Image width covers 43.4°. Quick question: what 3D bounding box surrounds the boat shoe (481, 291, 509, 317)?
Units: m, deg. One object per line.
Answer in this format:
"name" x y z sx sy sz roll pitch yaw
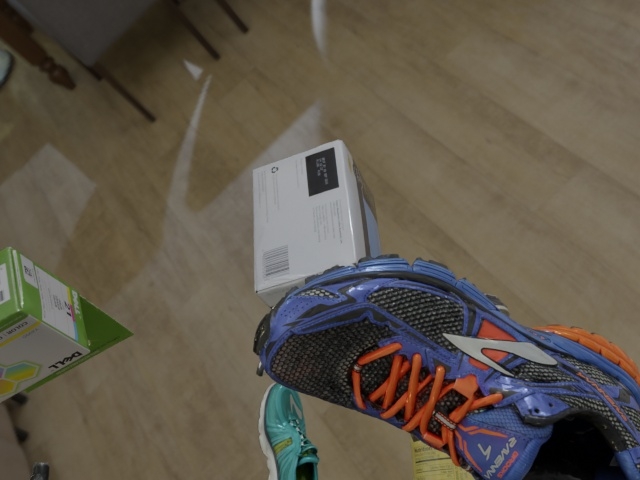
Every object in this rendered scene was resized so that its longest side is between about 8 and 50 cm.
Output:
"boat shoe" 0.318 0.142 1.790 0.065 0.206 0.075 -100 24 -53

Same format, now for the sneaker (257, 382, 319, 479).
"sneaker" -0.044 0.402 1.536 0.110 0.107 0.275 -33 60 45

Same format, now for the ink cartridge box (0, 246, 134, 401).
"ink cartridge box" -0.362 0.141 0.981 0.189 0.255 0.097 -29 54 7

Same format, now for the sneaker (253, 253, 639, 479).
"sneaker" 0.075 0.073 0.390 0.087 0.221 0.083 -96 25 -55

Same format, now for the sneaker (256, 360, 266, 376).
"sneaker" -0.088 0.242 1.606 0.044 0.040 0.109 31 34 18

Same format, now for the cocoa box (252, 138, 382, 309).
"cocoa box" 0.000 0.000 1.784 0.232 0.228 0.347 -17 52 15

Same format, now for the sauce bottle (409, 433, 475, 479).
"sauce bottle" 0.163 0.252 0.947 0.111 0.111 0.344 -12 66 27

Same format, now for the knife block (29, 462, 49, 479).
"knife block" -0.253 0.330 0.644 0.242 0.088 0.275 -143 76 -80
